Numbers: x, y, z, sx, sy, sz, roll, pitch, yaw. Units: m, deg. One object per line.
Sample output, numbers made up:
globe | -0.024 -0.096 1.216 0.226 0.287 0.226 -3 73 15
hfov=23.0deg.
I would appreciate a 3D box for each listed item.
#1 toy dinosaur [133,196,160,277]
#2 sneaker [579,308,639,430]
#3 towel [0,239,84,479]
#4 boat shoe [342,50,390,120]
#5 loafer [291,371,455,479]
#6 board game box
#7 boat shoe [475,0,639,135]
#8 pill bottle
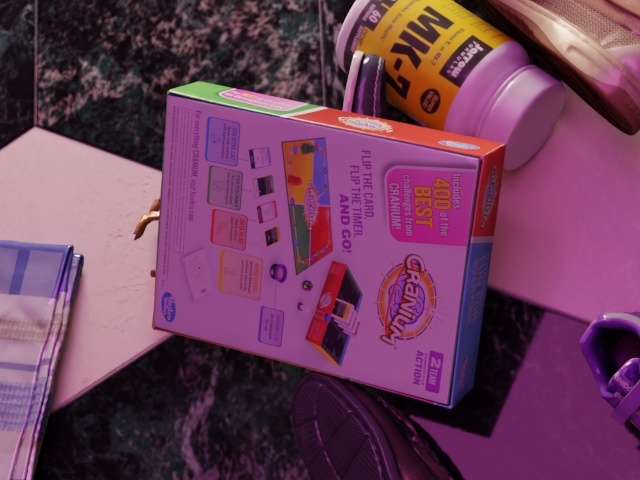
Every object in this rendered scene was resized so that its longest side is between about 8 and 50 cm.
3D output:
toy dinosaur | -0.124 -0.016 1.616 0.112 0.064 0.212 21 91 4
sneaker | 0.299 0.146 1.361 0.095 0.104 0.236 -48 48 20
towel | -0.365 0.136 1.657 0.209 0.034 0.285 4 74 22
boat shoe | 0.060 -0.053 1.506 0.079 0.095 0.255 2 96 14
loafer | 0.083 0.244 1.459 0.302 0.095 0.109 53 128 27
board game box | 0.000 0.000 1.463 0.316 0.064 0.242 14 110 22
boat shoe | 0.227 -0.234 1.504 0.110 0.121 0.341 -44 54 4
pill bottle | 0.128 -0.164 1.535 0.208 0.119 0.119 36 88 24
